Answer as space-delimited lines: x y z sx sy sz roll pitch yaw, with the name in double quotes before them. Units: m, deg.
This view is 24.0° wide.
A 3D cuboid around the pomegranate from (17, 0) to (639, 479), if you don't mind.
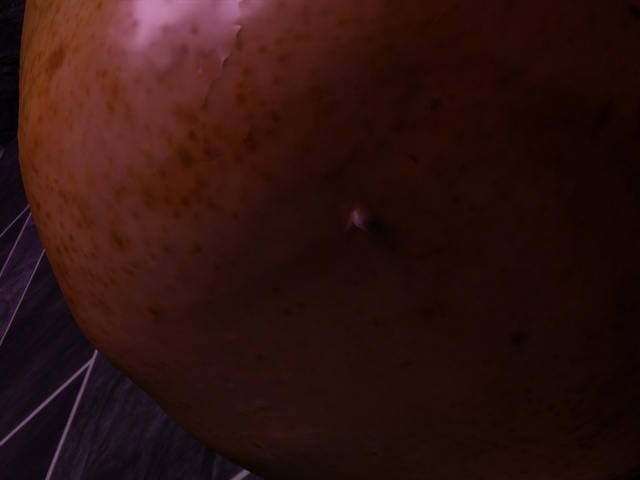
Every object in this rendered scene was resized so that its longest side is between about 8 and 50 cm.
"pomegranate" 0.032 -0.055 0.754 0.416 0.417 0.416 -46 19 21
